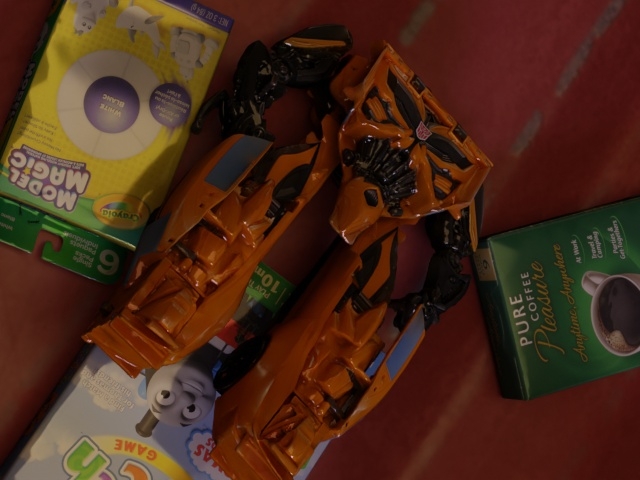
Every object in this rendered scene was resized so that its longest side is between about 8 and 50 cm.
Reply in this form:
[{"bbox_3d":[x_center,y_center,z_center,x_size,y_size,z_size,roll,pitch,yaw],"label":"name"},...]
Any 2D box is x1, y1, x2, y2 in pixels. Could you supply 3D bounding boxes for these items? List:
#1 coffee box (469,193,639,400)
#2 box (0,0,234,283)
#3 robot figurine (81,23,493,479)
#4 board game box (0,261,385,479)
[{"bbox_3d":[0.195,0.030,1.219,0.184,0.040,0.113,-16,94,-20],"label":"coffee box"},{"bbox_3d":[-0.133,-0.071,1.103,0.105,0.043,0.179,23,83,-18],"label":"box"},{"bbox_3d":[0.000,0.000,1.091,0.211,0.085,0.291,47,57,-16],"label":"robot figurine"},{"bbox_3d":[-0.081,0.111,1.119,0.160,0.039,0.211,37,78,-16],"label":"board game box"}]
